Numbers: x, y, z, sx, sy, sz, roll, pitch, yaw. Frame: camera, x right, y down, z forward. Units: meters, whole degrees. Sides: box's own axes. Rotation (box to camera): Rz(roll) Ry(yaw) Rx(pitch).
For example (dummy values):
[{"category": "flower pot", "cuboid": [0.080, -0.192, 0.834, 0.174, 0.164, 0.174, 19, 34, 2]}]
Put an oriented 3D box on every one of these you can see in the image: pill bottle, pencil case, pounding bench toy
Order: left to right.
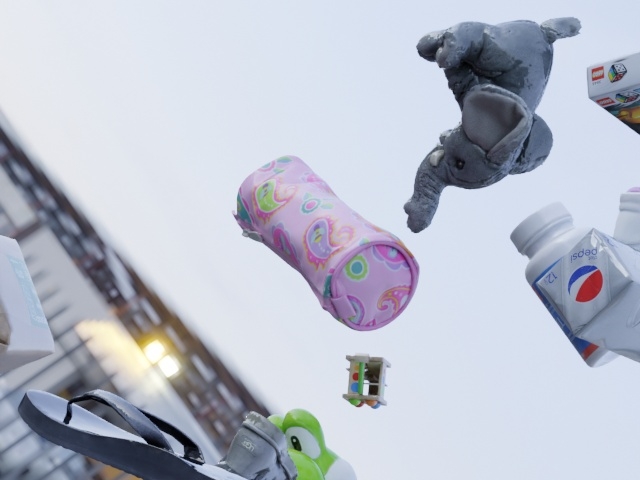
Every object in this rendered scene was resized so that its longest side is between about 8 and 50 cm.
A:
[{"category": "pencil case", "cuboid": [0.000, 0.000, 1.805, 0.284, 0.124, 0.124, 40, -19, 53]}, {"category": "pounding bench toy", "cuboid": [0.057, 0.187, 2.056, 0.083, 0.052, 0.065, 45, 49, -69]}, {"category": "pill bottle", "cuboid": [0.365, 0.058, 2.181, 0.221, 0.124, 0.124, 56, -11, 19]}]

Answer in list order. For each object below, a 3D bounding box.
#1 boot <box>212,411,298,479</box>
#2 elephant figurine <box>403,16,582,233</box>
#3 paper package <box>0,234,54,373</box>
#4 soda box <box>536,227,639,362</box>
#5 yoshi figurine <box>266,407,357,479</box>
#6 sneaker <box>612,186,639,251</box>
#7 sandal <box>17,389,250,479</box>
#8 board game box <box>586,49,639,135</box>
[{"category": "boot", "cuboid": [-0.117, 0.297, 1.684, 0.076, 0.208, 0.189, 28, -21, 22]}, {"category": "elephant figurine", "cuboid": [0.206, -0.138, 1.880, 0.186, 0.169, 0.239, -15, -102, 59]}, {"category": "paper package", "cuboid": [-0.501, 0.108, 1.847, 0.325, 0.310, 0.168, 93, -23, -85]}, {"category": "soda box", "cuboid": [0.384, 0.082, 1.818, 0.286, 0.098, 0.091, 23, 28, -45]}, {"category": "yoshi figurine", "cuboid": [-0.003, 0.397, 1.953, 0.362, 0.204, 0.203, 67, -11, -1]}, {"category": "sneaker", "cuboid": [0.554, 0.032, 2.296, 0.305, 0.152, 0.114, 20, -7, -18]}, {"category": "sandal", "cuboid": [-0.139, 0.169, 1.296, 0.254, 0.054, 0.097, 18, -2, 27]}, {"category": "board game box", "cuboid": [0.517, -0.204, 1.956, 0.305, 0.053, 0.193, -14, -25, 36]}]
